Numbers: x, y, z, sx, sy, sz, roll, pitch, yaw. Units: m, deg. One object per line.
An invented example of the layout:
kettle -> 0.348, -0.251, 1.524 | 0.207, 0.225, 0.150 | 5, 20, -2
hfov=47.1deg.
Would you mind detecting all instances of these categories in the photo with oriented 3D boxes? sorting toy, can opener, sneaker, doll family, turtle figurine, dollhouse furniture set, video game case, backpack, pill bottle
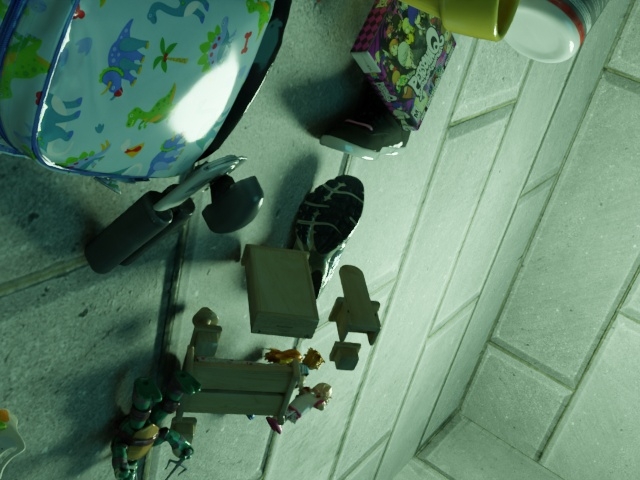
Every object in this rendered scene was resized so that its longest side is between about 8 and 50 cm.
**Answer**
sorting toy -> -0.411, 0.261, 0.924 | 0.083, 0.075, 0.045 | -53, 154, -17
can opener -> -0.178, -0.015, 0.878 | 0.283, 0.095, 0.076 | -32, 175, 38
sneaker -> 0.095, -0.229, 1.325 | 0.296, 0.104, 0.147 | -19, 130, -60
doll family -> -0.073, 0.277, 1.462 | 0.163, 0.118, 0.263 | -32, -170, -22
turtle figurine -> -0.282, 0.322, 1.181 | 0.175, 0.118, 0.234 | -22, 139, -62
dollhouse furniture set -> -0.094, 0.200, 1.315 | 0.303, 0.174, 0.355 | 8, 129, -16
video game case -> 0.154, -0.342, 1.259 | 0.210, 0.042, 0.232 | 46, 63, -46
backpack -> -0.200, -0.189, 0.679 | 0.355, 0.273, 0.290 | 10, 121, -49
pill bottle -> 0.571, -0.605, 1.668 | 0.363, 0.210, 0.210 | -55, 154, -10
sneaker -> 0.000, 0.000, 1.414 | 0.283, 0.110, 0.122 | -62, 173, 10

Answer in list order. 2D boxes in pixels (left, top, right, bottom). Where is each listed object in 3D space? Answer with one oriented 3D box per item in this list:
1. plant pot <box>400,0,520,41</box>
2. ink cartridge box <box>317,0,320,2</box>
plant pot -> 0.169, -0.430, 1.039 | 0.254, 0.239, 0.254 | 16, 90, -73
ink cartridge box -> 0.018, -0.406, 1.067 | 0.063, 0.029, 0.115 | -48, 152, -26
